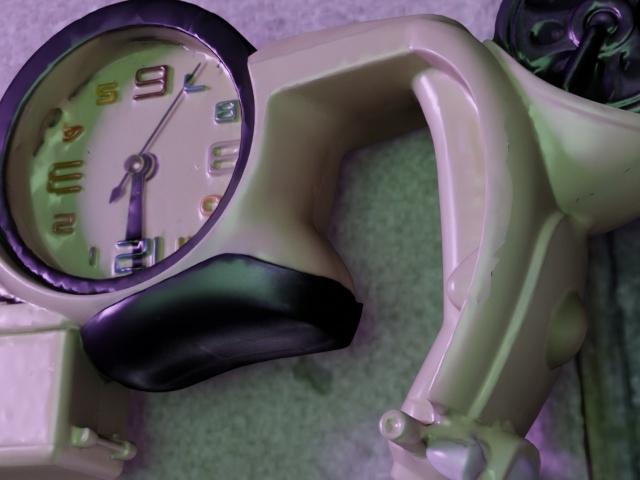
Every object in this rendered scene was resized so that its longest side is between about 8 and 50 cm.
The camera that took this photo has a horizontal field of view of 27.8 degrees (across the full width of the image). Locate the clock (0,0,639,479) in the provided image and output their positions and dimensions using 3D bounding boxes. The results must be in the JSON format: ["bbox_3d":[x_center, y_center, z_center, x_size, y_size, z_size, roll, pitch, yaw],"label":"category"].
[{"bbox_3d":[0.000,0.000,0.620,0.379,0.120,0.276,-3,72,24],"label":"clock"}]
